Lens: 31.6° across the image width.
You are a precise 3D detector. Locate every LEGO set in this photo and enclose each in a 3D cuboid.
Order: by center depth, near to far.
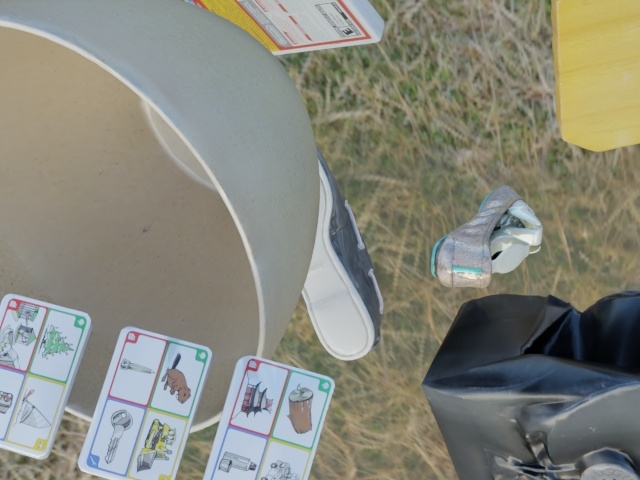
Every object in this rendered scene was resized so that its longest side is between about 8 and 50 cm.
[{"bbox_3d":[-0.108,0.167,0.567,0.182,0.060,0.244,13,77,9],"label":"LEGO set"}]

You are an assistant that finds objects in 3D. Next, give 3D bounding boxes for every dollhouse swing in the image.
[{"bbox_3d":[0.384,-0.286,1.086,0.305,0.347,0.315,1,63,15],"label":"dollhouse swing"}]

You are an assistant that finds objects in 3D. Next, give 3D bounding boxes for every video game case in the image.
[{"bbox_3d":[-0.106,-0.245,1.100,0.285,0.204,0.025,-1,63,34],"label":"video game case"}]

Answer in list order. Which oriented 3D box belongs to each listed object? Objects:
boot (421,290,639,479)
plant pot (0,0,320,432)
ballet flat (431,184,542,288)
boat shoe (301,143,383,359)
[{"bbox_3d":[0.306,0.230,0.826,0.367,0.146,0.445,-10,115,19],"label":"boot"},{"bbox_3d":[-0.111,-0.046,0.729,0.284,0.284,0.191,22,42,19],"label":"plant pot"},{"bbox_3d":[0.272,0.000,1.702,0.106,0.316,0.107,7,116,27],"label":"ballet flat"},{"bbox_3d":[0.000,0.000,1.546,0.112,0.095,0.335,-17,97,20],"label":"boat shoe"}]
